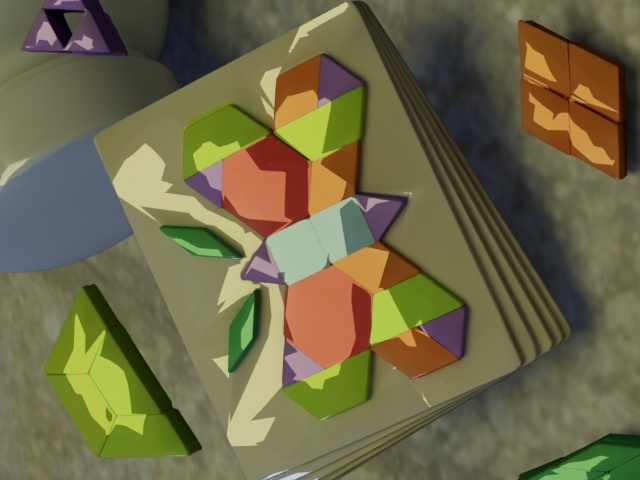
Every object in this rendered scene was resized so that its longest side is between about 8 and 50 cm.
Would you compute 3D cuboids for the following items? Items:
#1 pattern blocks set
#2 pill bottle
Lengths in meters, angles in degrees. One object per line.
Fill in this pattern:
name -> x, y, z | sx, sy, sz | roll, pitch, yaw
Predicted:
pattern blocks set -> 0.000, 0.000, 0.834 | 0.285, 0.026, 0.325 | -42, 82, 18
pill bottle -> -0.179, -0.139, 0.998 | 0.169, 0.169, 0.301 | -50, 60, 41
